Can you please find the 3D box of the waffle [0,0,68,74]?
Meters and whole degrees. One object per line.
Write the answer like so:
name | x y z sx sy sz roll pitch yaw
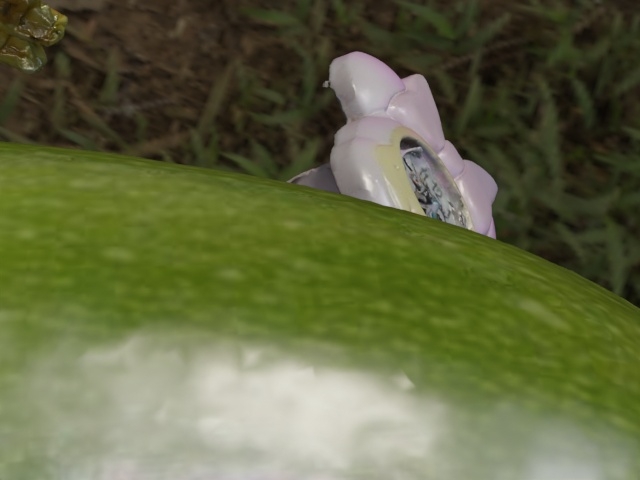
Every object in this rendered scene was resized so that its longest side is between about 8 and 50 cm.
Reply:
waffle | -0.304 -0.242 1.567 0.282 0.300 0.058 8 60 0

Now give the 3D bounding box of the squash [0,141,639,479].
squash | 0.015 0.094 0.639 0.309 0.310 0.310 -8 112 9

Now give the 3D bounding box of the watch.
watch | 0.000 0.000 1.458 0.217 0.248 0.211 -27 108 20
